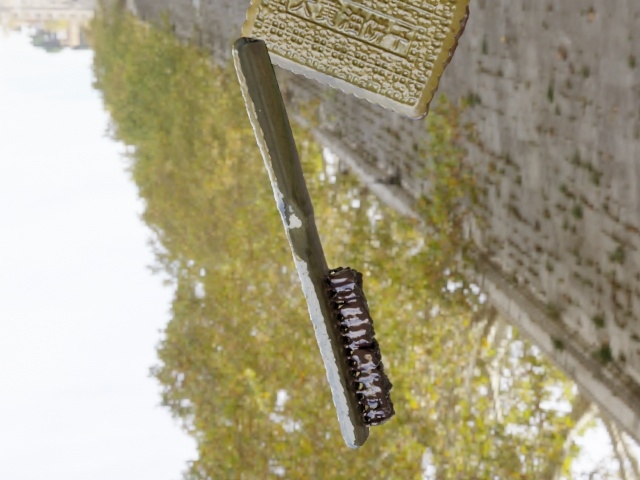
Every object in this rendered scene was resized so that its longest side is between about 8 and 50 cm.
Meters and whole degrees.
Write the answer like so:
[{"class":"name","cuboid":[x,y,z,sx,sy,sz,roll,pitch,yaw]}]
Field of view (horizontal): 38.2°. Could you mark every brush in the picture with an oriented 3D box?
[{"class":"brush","cuboid":[0.000,0.000,0.545,0.036,0.248,0.043,-15,-172,5]}]

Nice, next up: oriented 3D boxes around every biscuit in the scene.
[{"class":"biscuit","cuboid":[0.041,-0.263,1.116,0.255,0.172,0.029,21,-165,0]}]
